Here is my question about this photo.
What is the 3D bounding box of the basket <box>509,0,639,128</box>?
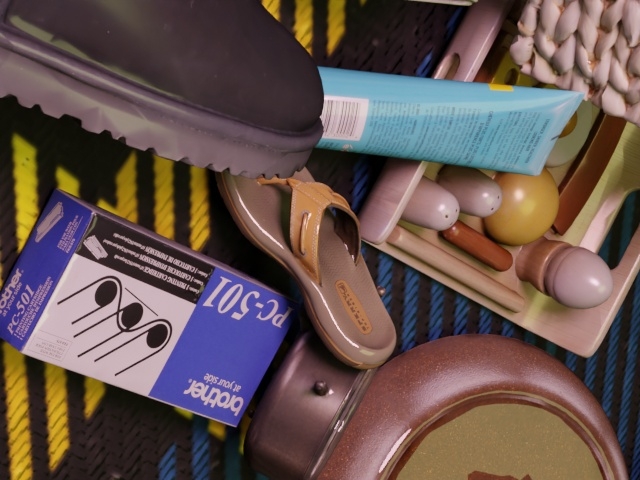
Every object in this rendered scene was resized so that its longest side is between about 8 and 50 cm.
[{"bbox_3d":[0.321,-0.251,1.106,0.331,0.266,0.328,-58,168,-28],"label":"basket"}]

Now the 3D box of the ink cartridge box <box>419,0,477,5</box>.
[{"bbox_3d":[0.083,-0.279,1.112,0.255,0.097,0.189,-59,155,-62],"label":"ink cartridge box"}]

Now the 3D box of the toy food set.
[{"bbox_3d":[0.171,-0.050,1.307,0.306,0.092,0.220,28,89,-49],"label":"toy food set"}]

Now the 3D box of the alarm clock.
[{"bbox_3d":[-0.010,0.122,1.213,0.129,0.064,0.192,-55,167,-45],"label":"alarm clock"}]

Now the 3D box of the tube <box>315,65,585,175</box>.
[{"bbox_3d":[0.068,-0.080,1.148,0.207,0.052,0.080,6,142,-18],"label":"tube"}]

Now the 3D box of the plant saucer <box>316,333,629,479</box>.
[{"bbox_3d":[0.126,0.229,1.344,0.310,0.050,0.311,-1,92,-26],"label":"plant saucer"}]

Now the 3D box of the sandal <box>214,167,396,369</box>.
[{"bbox_3d":[0.000,0.000,1.128,0.072,0.049,0.180,-30,86,-44],"label":"sandal"}]

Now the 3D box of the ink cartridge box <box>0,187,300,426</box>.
[{"bbox_3d":[-0.109,0.047,1.107,0.207,0.046,0.097,27,91,-49],"label":"ink cartridge box"}]

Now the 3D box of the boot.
[{"bbox_3d":[-0.043,-0.272,0.887,0.367,0.146,0.445,14,108,-47],"label":"boot"}]
